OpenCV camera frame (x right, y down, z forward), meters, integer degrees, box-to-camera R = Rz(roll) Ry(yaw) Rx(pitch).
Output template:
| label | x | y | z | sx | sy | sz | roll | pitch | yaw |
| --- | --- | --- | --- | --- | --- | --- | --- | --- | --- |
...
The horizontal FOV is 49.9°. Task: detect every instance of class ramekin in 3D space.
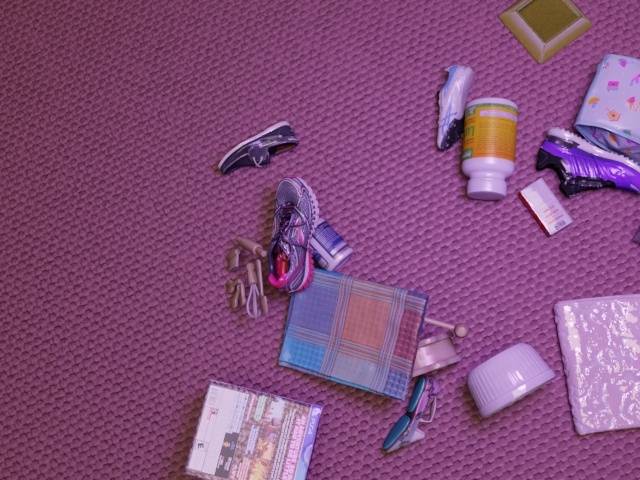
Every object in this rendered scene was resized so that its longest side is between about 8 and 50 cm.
| label | x | y | z | sx | sy | sz | roll | pitch | yaw |
| --- | --- | --- | --- | --- | --- | --- | --- | --- | --- |
| ramekin | 0.456 | 0.336 | 1.678 | 0.207 | 0.207 | 0.109 | -29 | 70 | 1 |

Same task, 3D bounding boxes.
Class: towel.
| label | x | y | z | sx | sy | sz | roll | pitch | yaw |
| --- | --- | --- | --- | --- | --- | --- | --- | --- | --- |
| towel | 0.072 | 0.227 | 1.734 | 0.370 | 0.040 | 0.272 | 11 | 89 | 29 |
| towel | 0.770 | 0.301 | 1.724 | 0.316 | 0.053 | 0.332 | -7 | 79 | 5 |

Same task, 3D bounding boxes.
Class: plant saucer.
| label | x | y | z | sx | sy | sz | roll | pitch | yaw |
| --- | --- | --- | --- | --- | --- | --- | --- | --- | --- |
| plant saucer | 0.622 | -0.614 | 1.892 | 0.188 | 0.045 | 0.188 | -37 | 79 | -1 |

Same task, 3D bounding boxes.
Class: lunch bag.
| label | x | y | z | sx | sy | sz | roll | pitch | yaw |
| --- | --- | --- | --- | --- | --- | --- | --- | --- | --- |
| lunch bag | 0.805 | -0.334 | 1.772 | 0.262 | 0.160 | 0.223 | 26 | 85 | 4 |

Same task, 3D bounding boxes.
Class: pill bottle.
| label | x | y | z | sx | sy | sz | roll | pitch | yaw |
| --- | --- | --- | --- | --- | --- | --- | --- | --- | --- |
| pill bottle | 0.441 | -0.236 | 1.802 | 0.136 | 0.136 | 0.246 | 5 | 81 | 7 |
| pill bottle | 0.000 | 0.000 | 1.831 | 0.094 | 0.094 | 0.169 | -43 | 79 | -2 |

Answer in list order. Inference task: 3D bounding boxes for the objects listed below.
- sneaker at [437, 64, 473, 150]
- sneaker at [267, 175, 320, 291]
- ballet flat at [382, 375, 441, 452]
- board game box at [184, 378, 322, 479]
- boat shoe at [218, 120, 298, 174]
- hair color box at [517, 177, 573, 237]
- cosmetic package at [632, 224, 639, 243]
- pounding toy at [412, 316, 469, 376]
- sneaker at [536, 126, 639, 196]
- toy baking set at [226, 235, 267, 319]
| label | x | y | z | sx | sy | sz | roll | pitch | yaw |
| --- | --- | --- | --- | --- | --- | --- | --- | --- | --- |
| sneaker | 0.351 | -0.359 | 1.868 | 0.086 | 0.085 | 0.237 | 12 | 85 | 34 |
| sneaker | -0.075 | -0.019 | 1.749 | 0.120 | 0.112 | 0.299 | -6 | 83 | 32 |
| ballet flat | 0.243 | 0.453 | 1.748 | 0.079 | 0.077 | 0.222 | 31 | 84 | -10 |
| board game box | -0.161 | 0.497 | 1.716 | 0.290 | 0.141 | 0.232 | 14 | 75 | 3 |
| boat shoe | -0.172 | -0.241 | 1.894 | 0.233 | 0.084 | 0.079 | -29 | 79 | -2 |
| hair color box | 0.590 | -0.086 | 1.810 | 0.072 | 0.043 | 0.141 | -31 | 78 | 0 |
| cosmetic package | 0.969 | -0.123 | 1.721 | 0.197 | 0.155 | 0.366 | 27 | 86 | 11 |
| pounding toy | 0.259 | 0.259 | 1.745 | 0.269 | 0.154 | 0.155 | -24 | 77 | 21 |
| sneaker | 0.697 | -0.168 | 1.791 | 0.293 | 0.102 | 0.146 | 29 | 89 | 14 |
| toy baking set | -0.183 | 0.097 | 1.791 | 0.030 | 0.256 | 0.197 | 2 | 99 | -33 |
